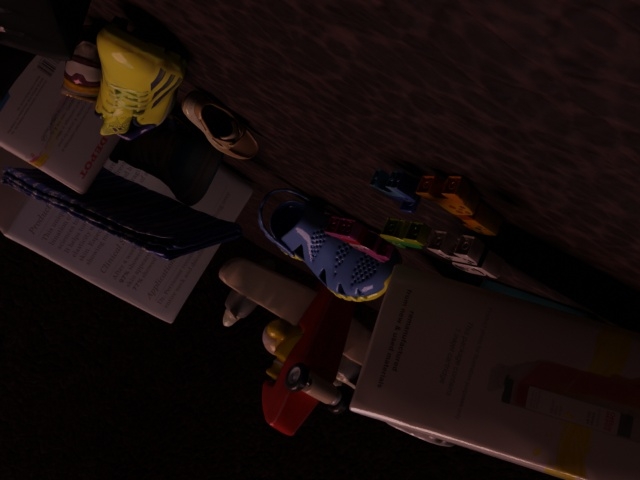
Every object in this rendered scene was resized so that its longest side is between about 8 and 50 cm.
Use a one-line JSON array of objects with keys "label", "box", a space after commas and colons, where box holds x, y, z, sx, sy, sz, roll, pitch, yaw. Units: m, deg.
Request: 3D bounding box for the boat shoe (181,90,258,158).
[{"label": "boat shoe", "box": [-0.126, -0.145, 1.333, 0.135, 0.050, 0.045, 35, 179, -42]}]

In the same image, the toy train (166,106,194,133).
[{"label": "toy train", "box": [-0.252, -0.208, 1.555, 0.027, 0.036, 0.158, 27, 174, 44]}]

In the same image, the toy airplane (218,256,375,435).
[{"label": "toy airplane", "box": [-0.023, 0.178, 2.166, 0.272, 0.384, 0.386, -12, 98, 51]}]

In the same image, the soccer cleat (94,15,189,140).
[{"label": "soccer cleat", "box": [-0.217, -0.173, 1.166, 0.093, 0.121, 0.289, 32, 175, -3]}]

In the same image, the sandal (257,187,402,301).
[{"label": "sandal", "box": [0.000, 0.000, 1.674, 0.317, 0.126, 0.138, 25, 169, 43]}]

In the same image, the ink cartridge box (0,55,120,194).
[{"label": "ink cartridge box", "box": [-0.444, -0.233, 1.513, 0.197, 0.198, 0.270, 27, 173, 38]}]

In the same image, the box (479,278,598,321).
[{"label": "box", "box": [0.301, 0.120, 1.348, 0.101, 0.060, 0.244, 33, 175, -23]}]

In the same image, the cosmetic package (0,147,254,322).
[{"label": "cosmetic package", "box": [-0.420, -0.097, 2.007, 0.394, 0.329, 0.327, 35, 175, -35]}]

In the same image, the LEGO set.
[{"label": "LEGO set", "box": [0.116, -0.015, 0.988, 0.093, 0.087, 0.227, 30, 170, -31]}]

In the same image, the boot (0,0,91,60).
[{"label": "boot", "box": [-0.376, -0.303, 0.821, 0.367, 0.146, 0.445, 33, 180, -5]}]

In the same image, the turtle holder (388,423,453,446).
[{"label": "turtle holder", "box": [0.195, 0.198, 1.557, 0.243, 0.227, 0.320, 22, 179, -3]}]

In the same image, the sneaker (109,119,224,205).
[{"label": "sneaker", "box": [-0.288, -0.159, 1.685, 0.208, 0.127, 0.319, 26, 177, -22]}]

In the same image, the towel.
[{"label": "towel", "box": [-0.315, -0.062, 1.640, 0.336, 0.040, 0.243, 24, -163, 18]}]

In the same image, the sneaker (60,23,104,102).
[{"label": "sneaker", "box": [-0.284, -0.241, 1.298, 0.070, 0.083, 0.185, 16, -156, -12]}]

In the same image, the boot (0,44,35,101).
[{"label": "boot", "box": [-0.393, -0.236, 1.263, 0.085, 0.178, 0.236, 32, 175, -6]}]

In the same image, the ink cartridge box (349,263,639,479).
[{"label": "ink cartridge box", "box": [0.254, 0.168, 1.077, 0.385, 0.160, 0.279, 16, 172, 14]}]
